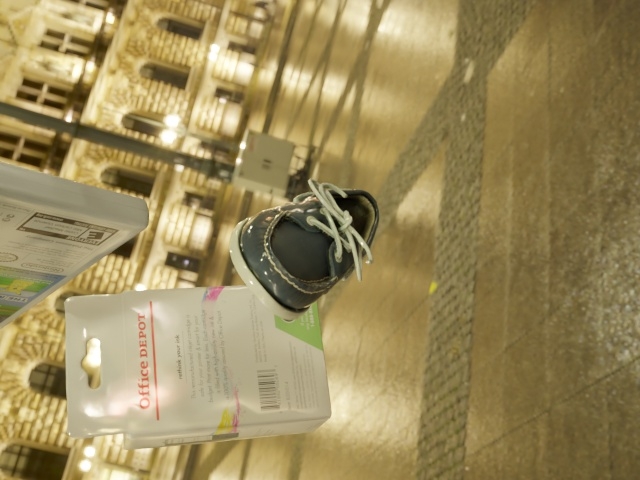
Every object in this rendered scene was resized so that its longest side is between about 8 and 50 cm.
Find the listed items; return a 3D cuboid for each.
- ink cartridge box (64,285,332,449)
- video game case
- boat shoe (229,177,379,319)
[{"bbox_3d":[-0.178,0.179,1.141,0.119,0.354,0.207,125,141,-62],"label":"ink cartridge box"},{"bbox_3d":[-0.379,0.001,0.735,0.300,0.329,0.036,-29,61,35],"label":"video game case"},{"bbox_3d":[0.000,0.000,0.685,0.079,0.095,0.254,-33,-3,17],"label":"boat shoe"}]
